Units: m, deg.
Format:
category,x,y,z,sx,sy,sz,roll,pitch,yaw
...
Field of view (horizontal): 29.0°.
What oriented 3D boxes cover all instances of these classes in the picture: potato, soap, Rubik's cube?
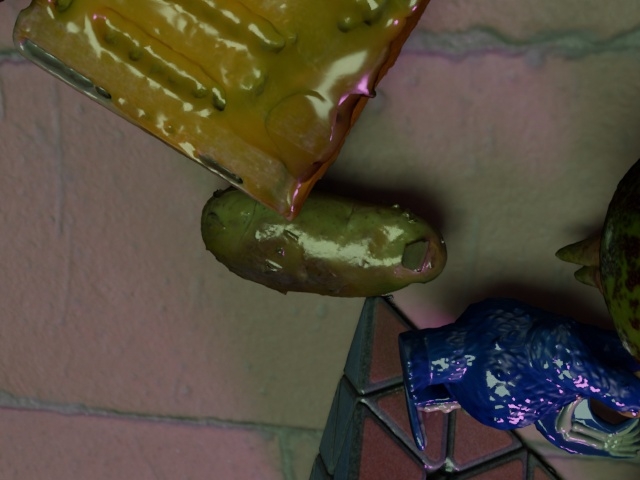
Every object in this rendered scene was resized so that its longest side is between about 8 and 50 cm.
category,x,y,z,sx,sy,sz,roll,pitch,yaw
potato,0.000,0.000,1.064,0.226,0.090,0.117,9,158,22
soap,-0.071,-0.191,0.961,0.281,0.143,0.259,32,119,1
Rubik's cube,0.077,0.232,1.142,0.233,0.229,0.228,-43,142,-1

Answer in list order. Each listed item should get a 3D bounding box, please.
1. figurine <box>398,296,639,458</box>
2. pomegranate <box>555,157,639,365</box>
category,x,y,z,sx,sy,sz,roll,pitch,yaw
figurine,0.191,0.105,1.047,0.262,0.120,0.164,4,148,-8
pomegranate,0.298,0.027,0.910,0.204,0.222,0.276,68,150,28
